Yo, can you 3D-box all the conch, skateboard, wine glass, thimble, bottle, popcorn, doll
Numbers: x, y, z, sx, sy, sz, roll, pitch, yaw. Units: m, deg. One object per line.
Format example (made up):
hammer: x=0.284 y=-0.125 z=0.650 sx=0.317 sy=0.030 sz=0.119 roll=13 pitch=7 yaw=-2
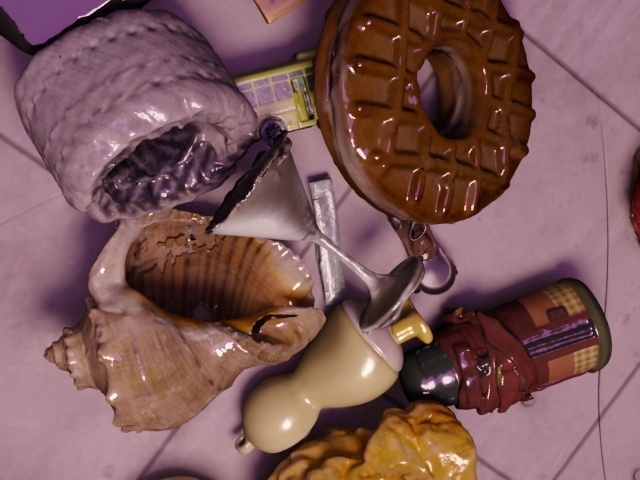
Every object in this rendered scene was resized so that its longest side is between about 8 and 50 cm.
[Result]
conch: x=-0.170 y=0.090 z=1.257 sx=0.324 sy=0.186 sz=0.263 roll=-6 pitch=86 yaw=-32
skateboard: x=0.128 y=0.001 z=1.349 sx=0.067 sy=0.080 sz=0.151 roll=-26 pitch=102 yaw=0
wine glass: x=0.000 y=0.000 z=1.212 sx=0.232 sy=0.156 sz=0.156 roll=38 pitch=91 yaw=-11
thimble: x=-0.201 y=-0.136 z=1.169 sx=0.246 sy=0.217 sz=0.157 roll=-12 pitch=62 yaw=-46
bottle: x=0.233 y=0.141 z=1.370 sx=0.271 sy=0.156 sz=0.143 roll=-18 pitch=136 yaw=-8
popcorn: x=0.071 y=0.349 z=1.313 sx=0.332 sy=0.225 sz=0.265 roll=-44 pitch=113 yaw=13
doll: x=0.009 y=0.179 z=1.336 sx=0.296 sy=0.141 sz=0.117 roll=-44 pitch=123 yaw=10

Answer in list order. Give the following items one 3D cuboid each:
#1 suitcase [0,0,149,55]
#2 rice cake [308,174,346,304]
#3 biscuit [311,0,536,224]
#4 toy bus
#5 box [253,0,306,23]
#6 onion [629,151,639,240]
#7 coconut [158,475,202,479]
suitcase: x=-0.280 y=-0.402 z=1.137 sx=0.345 sy=0.188 sz=0.339 roll=-42 pitch=107 yaw=-2
rice cake: x=0.009 y=0.001 z=1.351 sx=0.033 sy=0.029 sz=0.170 roll=-8 pitch=102 yaw=-7
biscuit: x=0.129 y=-0.177 z=1.245 sx=0.332 sy=0.103 sz=0.331 roll=-2 pitch=93 yaw=-40
toy bus: x=-0.024 y=-0.180 z=1.281 sx=0.175 sy=0.088 sz=0.101 roll=-16 pitch=103 yaw=-8
box: x=-0.021 y=-0.344 z=1.286 sx=0.156 sy=0.022 sz=0.089 roll=-34 pitch=106 yaw=-4
onion: x=0.483 y=-0.070 z=1.389 sx=0.184 sy=0.147 sz=0.184 roll=-22 pitch=146 yaw=-16
coconut: x=-0.172 y=0.386 z=1.303 sx=0.171 sy=0.183 sz=0.170 roll=-2 pitch=98 yaw=-14
